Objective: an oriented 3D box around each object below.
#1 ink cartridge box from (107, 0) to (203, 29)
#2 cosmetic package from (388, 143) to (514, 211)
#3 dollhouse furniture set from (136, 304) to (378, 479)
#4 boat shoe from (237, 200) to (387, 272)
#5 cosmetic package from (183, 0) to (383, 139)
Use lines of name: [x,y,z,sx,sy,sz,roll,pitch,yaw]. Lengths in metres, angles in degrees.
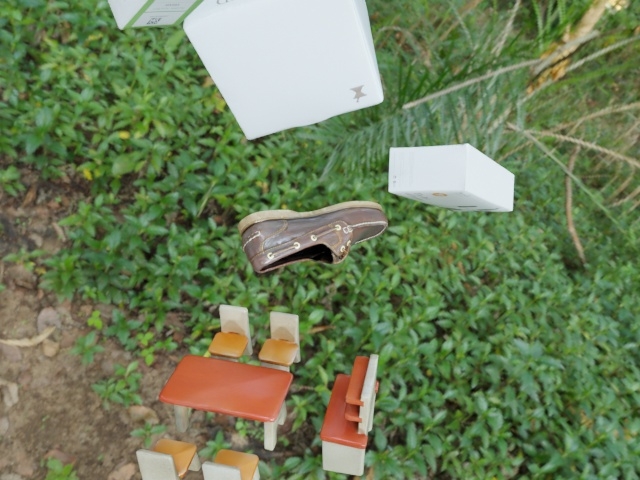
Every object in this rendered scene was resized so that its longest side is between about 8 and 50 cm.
ink cartridge box: [-0.095,-0.248,0.422,0.062,0.209,0.108,-24,94,-43]
cosmetic package: [0.183,-0.076,0.795,0.239,0.099,0.060,6,84,-59]
dollhouse furniture set: [-0.064,0.189,0.729,0.259,0.135,0.262,7,34,11]
boat shoe: [0.000,0.000,0.748,0.207,0.073,0.073,-10,59,-27]
cosmetic package: [-0.072,-0.501,1.315,0.327,0.330,0.393,62,18,-51]
